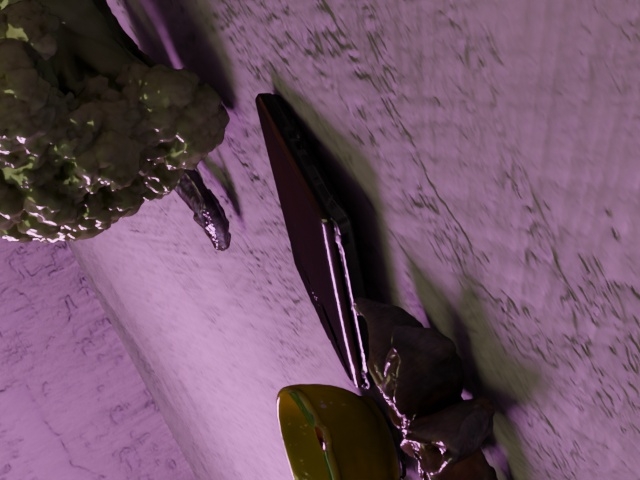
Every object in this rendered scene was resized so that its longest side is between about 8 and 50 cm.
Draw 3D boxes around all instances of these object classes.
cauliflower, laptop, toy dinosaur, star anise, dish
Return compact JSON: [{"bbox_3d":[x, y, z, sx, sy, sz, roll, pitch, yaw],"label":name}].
[{"bbox_3d":[-0.244,-0.129,1.401,0.260,0.327,0.281,-73,-30,-66],"label":"cauliflower"},{"bbox_3d":[0.000,0.000,1.256,0.207,0.026,0.154,78,169,-50],"label":"laptop"},{"bbox_3d":[-0.175,-0.117,1.599,0.294,0.077,0.162,49,164,-12],"label":"toy dinosaur"},{"bbox_3d":[0.078,0.114,1.161,0.172,0.063,0.208,60,175,34],"label":"star anise"},{"bbox_3d":[0.022,0.187,1.463,0.207,0.080,0.149,113,137,-68],"label":"dish"}]
